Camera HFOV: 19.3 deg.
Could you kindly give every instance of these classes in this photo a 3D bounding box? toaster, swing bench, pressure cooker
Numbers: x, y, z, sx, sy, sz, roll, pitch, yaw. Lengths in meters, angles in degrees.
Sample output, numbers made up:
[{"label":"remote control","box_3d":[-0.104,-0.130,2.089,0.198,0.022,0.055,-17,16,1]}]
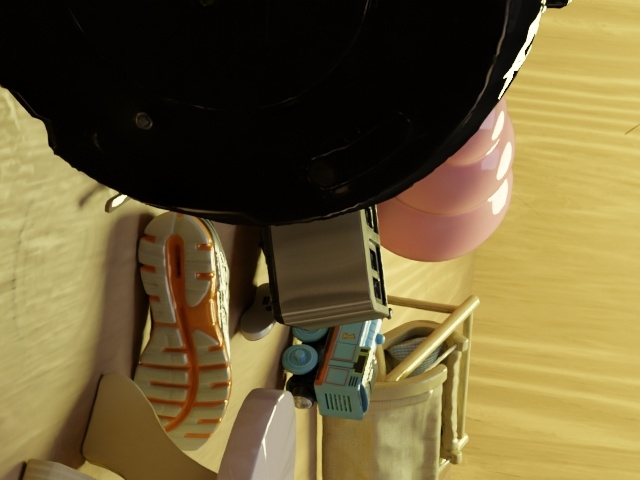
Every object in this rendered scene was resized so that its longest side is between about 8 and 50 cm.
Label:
[{"label":"toaster","box_3d":[0.000,0.000,1.907,0.185,0.110,0.168,31,51,-79]},{"label":"swing bench","box_3d":[0.101,0.230,2.485,0.255,0.165,0.253,-65,159,-54]},{"label":"pressure cooker","box_3d":[-0.012,-0.255,1.171,0.370,0.375,0.420,-44,-170,31]}]

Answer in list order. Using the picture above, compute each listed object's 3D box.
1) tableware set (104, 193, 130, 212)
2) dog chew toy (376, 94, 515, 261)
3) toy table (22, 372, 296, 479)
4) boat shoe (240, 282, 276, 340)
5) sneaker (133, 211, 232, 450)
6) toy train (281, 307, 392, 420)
[{"label":"tableware set","box_3d":[-0.131,-0.106,1.480,0.194,0.039,0.128,-38,147,-65]},{"label":"dog chew toy","box_3d":[0.144,-0.109,2.285,0.332,0.206,0.207,99,4,-65]},{"label":"toy table","box_3d":[-0.122,0.235,1.437,0.252,0.160,0.274,82,19,-52]},{"label":"boat shoe","box_3d":[-0.060,0.082,1.945,0.100,0.035,0.035,-75,165,-60]},{"label":"sneaker","box_3d":[-0.109,0.074,1.594,0.083,0.084,0.215,-59,153,-74]},{"label":"toy train","box_3d":[0.020,0.120,2.170,0.080,0.105,0.184,84,18,-49]}]
